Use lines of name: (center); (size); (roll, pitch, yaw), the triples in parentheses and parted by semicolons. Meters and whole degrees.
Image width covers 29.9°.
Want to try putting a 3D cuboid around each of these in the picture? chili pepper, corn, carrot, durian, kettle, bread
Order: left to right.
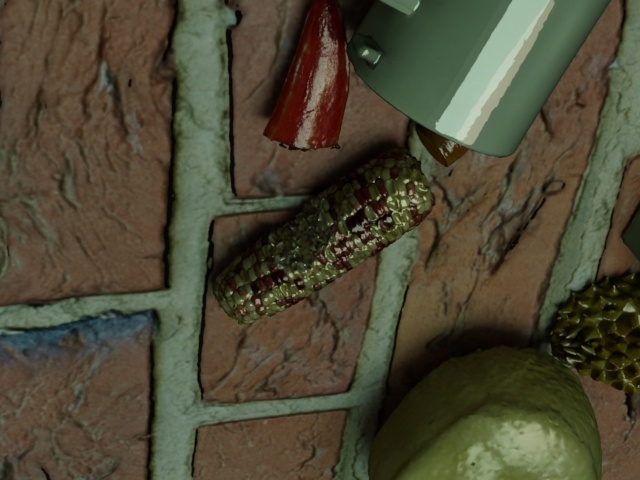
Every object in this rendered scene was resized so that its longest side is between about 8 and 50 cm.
chili pepper: (-0.006, -0.182, 1.255); (0.088, 0.065, 0.169); (-10, 125, -34)
corn: (0.000, 0.000, 1.371); (0.289, 0.098, 0.098); (-32, 131, 8)
bread: (0.222, 0.291, 1.598); (0.320, 0.237, 0.321); (-3, 117, -6)
kettle: (0.163, -0.276, 1.163); (0.265, 0.205, 0.318); (28, 114, -11)
carrot: (0.213, -0.168, 1.356); (0.224, 0.057, 0.057); (-36, 130, 3)
durian: (0.446, 0.135, 1.645); (0.260, 0.153, 0.187); (1, 101, -32)

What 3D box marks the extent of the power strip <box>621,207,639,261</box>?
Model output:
power strip: (0.489, 0.004, 1.538); (0.139, 0.140, 0.224); (8, 123, -27)
